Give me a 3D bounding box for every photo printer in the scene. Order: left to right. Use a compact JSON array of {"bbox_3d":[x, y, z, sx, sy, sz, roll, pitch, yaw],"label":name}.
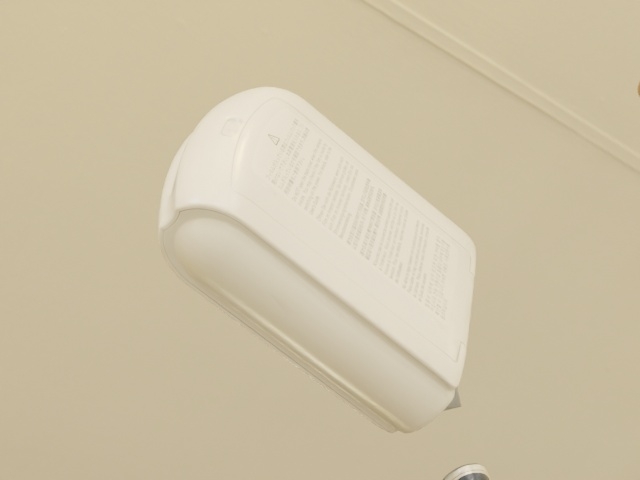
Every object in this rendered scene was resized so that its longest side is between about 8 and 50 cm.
[{"bbox_3d":[0.000,0.000,0.853,0.307,0.256,0.107,38,-57,-13],"label":"photo printer"}]

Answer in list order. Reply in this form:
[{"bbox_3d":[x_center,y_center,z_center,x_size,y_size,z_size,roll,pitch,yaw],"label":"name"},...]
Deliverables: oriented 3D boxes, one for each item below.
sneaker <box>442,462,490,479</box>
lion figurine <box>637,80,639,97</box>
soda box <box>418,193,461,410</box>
[{"bbox_3d":[0.210,0.411,1.185,0.086,0.163,0.226,-11,-55,-16],"label":"sneaker"},{"bbox_3d":[0.504,-0.265,1.167,0.240,0.142,0.392,3,-66,-50],"label":"lion figurine"},{"bbox_3d":[0.104,0.085,1.209,0.098,0.091,0.286,-12,-85,-8],"label":"soda box"}]
